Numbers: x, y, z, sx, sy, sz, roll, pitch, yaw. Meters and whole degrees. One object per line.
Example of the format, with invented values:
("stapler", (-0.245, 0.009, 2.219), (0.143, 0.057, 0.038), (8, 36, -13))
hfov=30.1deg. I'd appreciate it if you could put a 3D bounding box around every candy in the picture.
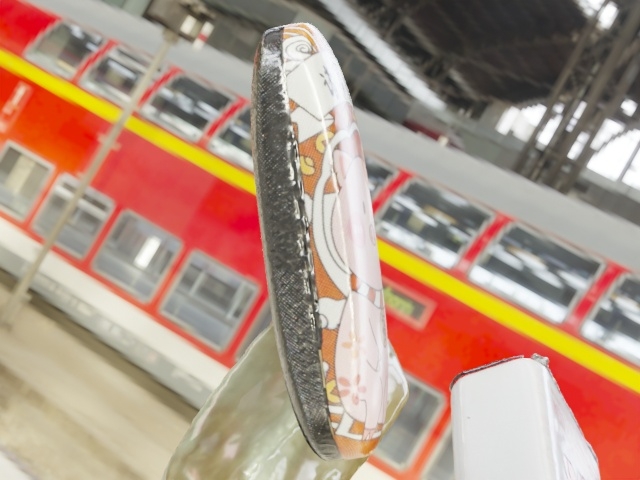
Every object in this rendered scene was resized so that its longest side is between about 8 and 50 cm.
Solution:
("candy", (-0.028, 0.151, 0.911), (0.102, 0.234, 0.104), (6, -43, 49))

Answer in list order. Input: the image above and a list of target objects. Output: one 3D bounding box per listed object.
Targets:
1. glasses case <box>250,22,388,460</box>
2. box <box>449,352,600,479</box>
("glasses case", (0.000, 0.000, 0.728), (0.067, 0.266, 0.103), (-8, -4, 7))
("box", (0.194, 0.282, 1.028), (0.190, 0.112, 0.369), (59, 21, -32))
